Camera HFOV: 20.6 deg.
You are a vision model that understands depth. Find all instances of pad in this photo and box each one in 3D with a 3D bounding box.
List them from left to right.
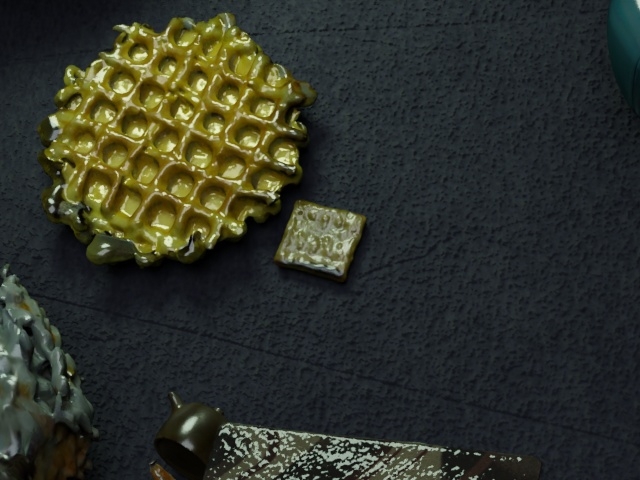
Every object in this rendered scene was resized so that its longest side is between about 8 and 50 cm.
[{"bbox_3d":[0.030,0.279,1.655,0.330,0.004,0.220,4,55,17],"label":"pad"}]

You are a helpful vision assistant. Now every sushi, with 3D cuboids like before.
[{"bbox_3d":[-0.419,0.193,1.785,0.418,0.176,0.417,-6,68,14],"label":"sushi"}]

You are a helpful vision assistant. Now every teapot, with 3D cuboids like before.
[{"bbox_3d":[-0.115,0.203,1.790,0.121,0.076,0.068,39,62,-5],"label":"teapot"}]

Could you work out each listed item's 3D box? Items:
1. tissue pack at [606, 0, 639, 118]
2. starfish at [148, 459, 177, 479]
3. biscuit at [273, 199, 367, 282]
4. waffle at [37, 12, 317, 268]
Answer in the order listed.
[{"bbox_3d":[0.434,-0.239,1.824,0.287,0.198,0.206,-37,67,-6],"label":"tissue pack"},{"bbox_3d":[-0.178,0.407,1.703,0.293,0.084,0.301,-40,72,-11],"label":"starfish"},{"bbox_3d":[0.000,0.000,1.886,0.083,0.018,0.081,14,69,13],"label":"biscuit"},{"bbox_3d":[-0.167,-0.107,1.934,0.329,0.062,0.329,-3,68,7],"label":"waffle"}]
